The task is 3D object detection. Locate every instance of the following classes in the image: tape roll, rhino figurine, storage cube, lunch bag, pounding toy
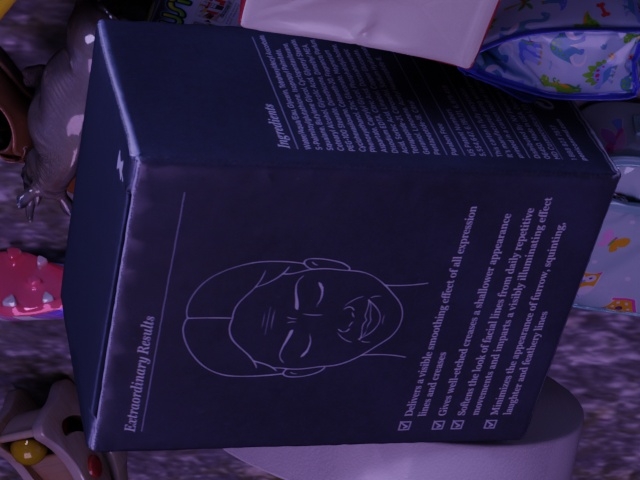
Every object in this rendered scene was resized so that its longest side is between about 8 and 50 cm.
[{"bbox_3d":[0.064,0.162,1.577,0.392,0.392,0.072,9,102,-8],"label":"tape roll"},{"bbox_3d":[-0.221,-0.111,1.392,0.073,0.106,0.243,7,126,-32],"label":"rhino figurine"},{"bbox_3d":[0.049,-0.269,1.153,0.184,0.193,0.215,10,142,-9],"label":"storage cube"},{"bbox_3d":[0.345,-0.022,1.511,0.279,0.108,0.224,8,142,-6],"label":"lunch bag"},{"bbox_3d":[0.184,-0.183,1.303,0.151,0.129,0.096,1,138,1],"label":"lunch bag"},{"bbox_3d":[-0.326,0.292,1.915,0.155,0.154,0.269,-13,138,19],"label":"pounding toy"}]

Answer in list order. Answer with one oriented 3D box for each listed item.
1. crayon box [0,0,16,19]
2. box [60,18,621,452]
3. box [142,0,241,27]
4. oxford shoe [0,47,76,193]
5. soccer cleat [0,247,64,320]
[{"bbox_3d":[-0.274,-0.299,1.201,0.202,0.081,0.318,28,128,-28],"label":"crayon box"},{"bbox_3d":[0.000,0.000,1.340,0.395,0.212,0.293,1,127,-19],"label":"box"},{"bbox_3d":[-0.075,-0.211,1.334,0.114,0.036,0.207,15,149,-14],"label":"box"},{"bbox_3d":[-0.278,-0.095,1.488,0.076,0.076,0.212,-22,137,25],"label":"oxford shoe"},{"bbox_3d":[-0.265,0.059,1.681,0.248,0.083,0.095,-3,146,3],"label":"soccer cleat"}]
